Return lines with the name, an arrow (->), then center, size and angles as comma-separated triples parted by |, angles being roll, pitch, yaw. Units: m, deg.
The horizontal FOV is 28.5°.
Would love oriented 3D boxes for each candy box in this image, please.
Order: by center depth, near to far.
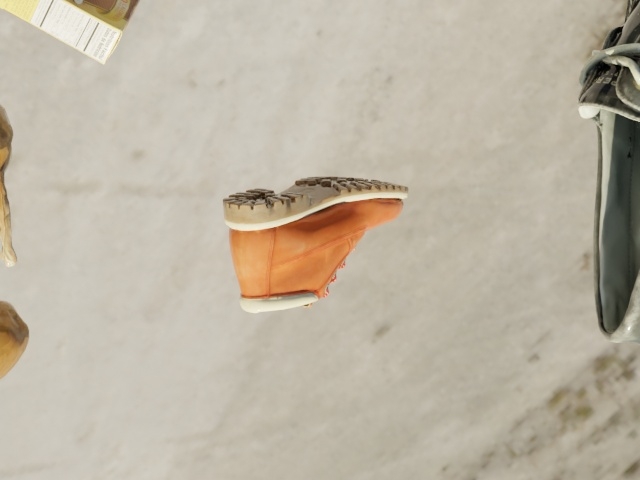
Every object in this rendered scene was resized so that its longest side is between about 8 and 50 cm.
candy box -> -0.272, -0.265, 1.249 | 0.053, 0.186, 0.109 | -49, -162, 40

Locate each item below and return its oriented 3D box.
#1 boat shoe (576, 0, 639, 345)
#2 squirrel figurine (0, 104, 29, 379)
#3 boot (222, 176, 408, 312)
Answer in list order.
boat shoe -> 0.224, -0.090, 0.792 | 0.119, 0.335, 0.121 | -5, -176, -15
squirrel figurine -> -0.375, 0.029, 0.775 | 0.397, 0.281, 0.370 | 4, 131, -32
boot -> 0.000, 0.000, 0.866 | 0.158, 0.059, 0.085 | -15, 107, -40
